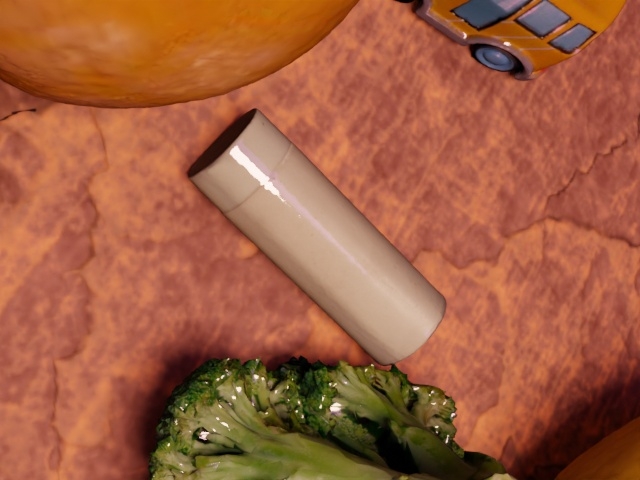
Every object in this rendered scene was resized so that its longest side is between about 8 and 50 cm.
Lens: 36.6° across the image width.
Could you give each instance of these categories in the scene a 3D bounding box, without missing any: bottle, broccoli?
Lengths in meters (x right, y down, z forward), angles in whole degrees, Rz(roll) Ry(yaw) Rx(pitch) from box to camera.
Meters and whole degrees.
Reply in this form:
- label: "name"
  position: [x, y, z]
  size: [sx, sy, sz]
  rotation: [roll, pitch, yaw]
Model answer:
- label: "bottle"
  position: [0.000, 0.000, 0.697]
  size: [0.201, 0.072, 0.072]
  rotation: [45, 72, -16]
- label: "broccoli"
  position: [0.020, 0.194, 0.593]
  size: [0.254, 0.269, 0.269]
  rotation: [-1, 88, -40]

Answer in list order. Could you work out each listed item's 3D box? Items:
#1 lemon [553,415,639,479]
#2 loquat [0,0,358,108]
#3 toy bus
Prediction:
- label: "lemon"
  position: [0.323, 0.266, 0.695]
  size: [0.364, 0.364, 0.364]
  rotation: [1, 88, -25]
- label: "loquat"
  position: [-0.103, -0.231, 0.529]
  size: [0.328, 0.328, 0.328]
  rotation: [1, 88, -25]
- label: "toy bus"
  position: [0.138, -0.225, 0.733]
  size: [0.209, 0.136, 0.126]
  rotation: [29, 76, -20]
